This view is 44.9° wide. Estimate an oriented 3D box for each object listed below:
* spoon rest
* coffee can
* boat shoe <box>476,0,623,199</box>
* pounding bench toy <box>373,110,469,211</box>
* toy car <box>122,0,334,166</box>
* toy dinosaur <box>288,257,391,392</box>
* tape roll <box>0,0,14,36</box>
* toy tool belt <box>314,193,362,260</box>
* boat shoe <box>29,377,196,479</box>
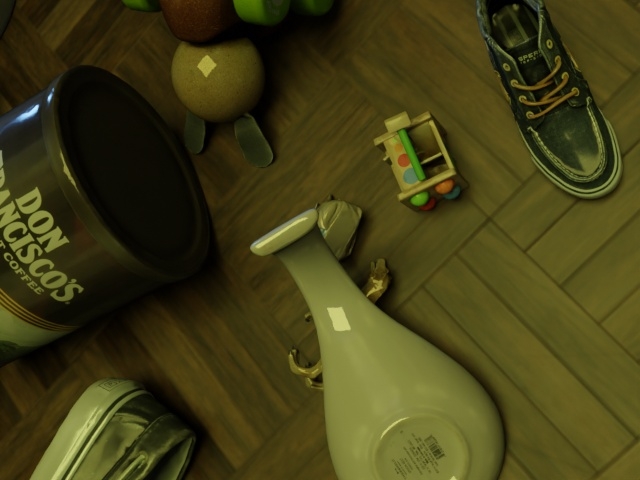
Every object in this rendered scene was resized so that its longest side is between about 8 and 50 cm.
[{"bbox_3d":[0.042,0.101,0.601,0.137,0.084,0.276,-29,99,3],"label":"spoon rest"},{"bbox_3d":[-0.270,-0.004,0.707,0.275,0.201,0.202,-26,73,18],"label":"coffee can"},{"bbox_3d":[0.171,-0.118,0.600,0.065,0.083,0.183,-29,72,17],"label":"boat shoe"},{"bbox_3d":[0.080,-0.063,0.631,0.052,0.083,0.065,-26,73,17],"label":"pounding bench toy"},{"bbox_3d":[-0.083,-0.165,0.714,0.155,0.149,0.188,15,117,28],"label":"toy car"},{"bbox_3d":[0.025,0.104,0.647,0.092,0.053,0.183,-4,81,21],"label":"toy dinosaur"},{"bbox_3d":[-0.459,-0.298,0.900,0.219,0.072,0.219,-3,82,23],"label":"tape roll"},{"bbox_3d":[0.000,0.000,0.681,0.083,0.052,0.051,-64,29,0],"label":"toy tool belt"},{"bbox_3d":[-0.220,0.291,0.686,0.119,0.121,0.335,24,90,28],"label":"boat shoe"}]
